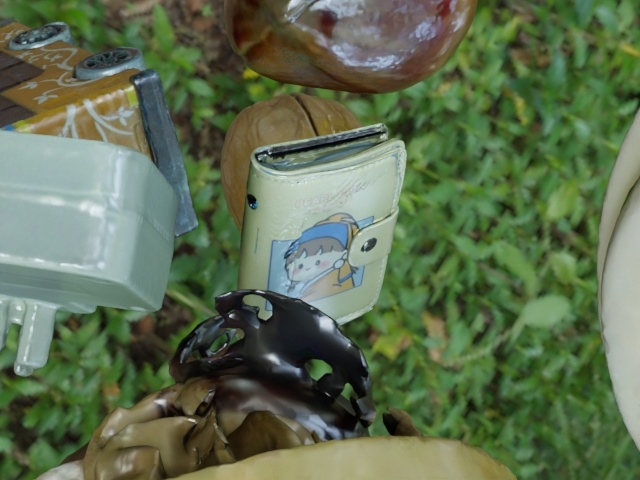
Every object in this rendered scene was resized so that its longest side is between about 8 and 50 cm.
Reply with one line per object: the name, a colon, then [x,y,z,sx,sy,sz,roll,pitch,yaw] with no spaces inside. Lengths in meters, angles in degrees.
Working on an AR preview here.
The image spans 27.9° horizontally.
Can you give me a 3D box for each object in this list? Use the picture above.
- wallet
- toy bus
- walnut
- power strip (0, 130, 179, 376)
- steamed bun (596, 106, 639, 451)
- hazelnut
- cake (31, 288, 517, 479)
wallet: [0.000,0.000,0.854,0.110,0.039,0.155,-15,138,-23]
toy bus: [-0.268,-0.086,1.153,0.194,0.323,0.162,-27,120,-26]
walnut: [-0.014,-0.056,1.316,0.167,0.207,0.167,-18,162,-6]
power strip: [-0.213,0.012,0.843,0.261,0.229,0.141,76,22,-80]
steamed bun: [0.154,0.020,0.387,0.182,0.106,0.183,0,90,-32]
hazelnut: [0.021,-0.226,1.049,0.229,0.229,0.230,-38,145,-33]
cake: [-0.044,0.177,0.718,0.332,0.321,0.332,-14,144,-11]
